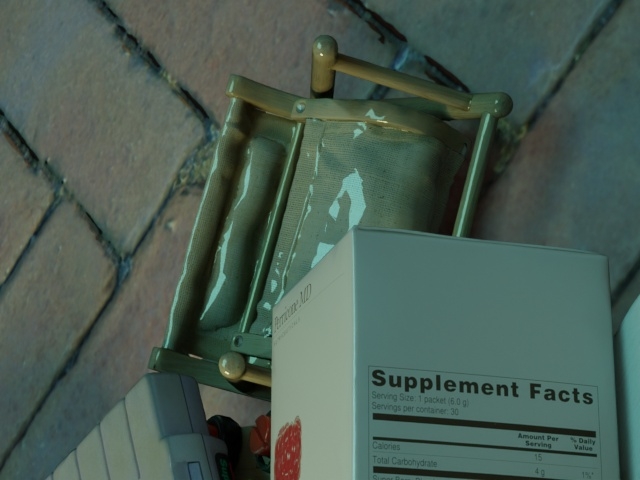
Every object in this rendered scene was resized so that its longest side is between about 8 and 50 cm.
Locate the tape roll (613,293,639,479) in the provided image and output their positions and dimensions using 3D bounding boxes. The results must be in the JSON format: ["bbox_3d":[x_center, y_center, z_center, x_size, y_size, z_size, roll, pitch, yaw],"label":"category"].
[{"bbox_3d":[0.255,0.177,0.925,0.392,0.072,0.392,-173,90,-69],"label":"tape roll"}]

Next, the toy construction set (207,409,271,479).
[{"bbox_3d":[-0.038,0.240,1.260,0.327,0.151,0.215,-6,69,46],"label":"toy construction set"}]

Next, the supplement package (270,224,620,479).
[{"bbox_3d":[0.072,0.161,1.061,0.177,0.175,0.293,133,140,-64],"label":"supplement package"}]

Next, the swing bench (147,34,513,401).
[{"bbox_3d":[0.000,0.000,1.307,0.254,0.165,0.253,172,114,-72],"label":"swing bench"}]

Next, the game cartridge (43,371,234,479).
[{"bbox_3d":[-0.119,0.296,1.195,0.230,0.068,0.355,-42,50,34],"label":"game cartridge"}]
